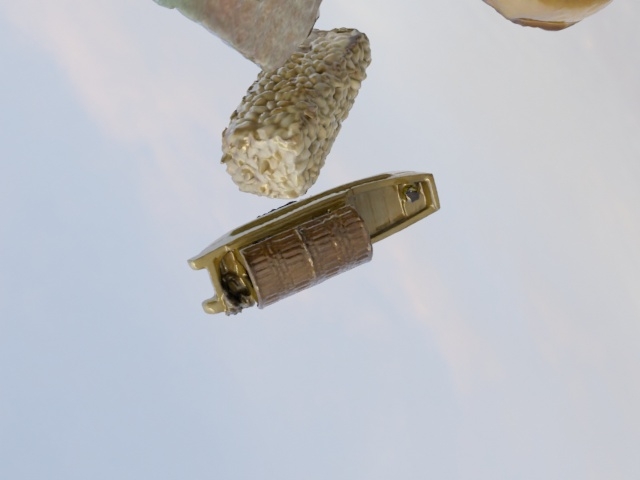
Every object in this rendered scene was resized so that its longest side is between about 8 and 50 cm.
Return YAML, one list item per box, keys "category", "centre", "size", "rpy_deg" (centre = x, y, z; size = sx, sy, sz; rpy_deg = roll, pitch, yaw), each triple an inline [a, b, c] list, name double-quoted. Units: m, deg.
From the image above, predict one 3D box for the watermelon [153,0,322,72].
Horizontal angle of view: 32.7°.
- category: "watermelon"
  centre: [-0.108, -0.237, 0.751]
  size: [0.264, 0.151, 0.302]
  rpy_deg: [40, 170, 40]

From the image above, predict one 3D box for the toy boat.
- category: "toy boat"
  centre: [0.000, 0.000, 0.927]
  size: [0.088, 0.225, 0.068]
  rpy_deg: [-136, 27, -62]

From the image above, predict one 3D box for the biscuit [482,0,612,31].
- category: "biscuit"
  centre: [0.262, -0.398, 1.280]
  size: [0.296, 0.102, 0.297]
  rpy_deg: [6, -103, -27]

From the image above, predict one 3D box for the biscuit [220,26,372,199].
- category: "biscuit"
  centre: [-0.015, -0.104, 0.852]
  size: [0.070, 0.082, 0.168]
  rpy_deg: [77, -153, -42]
